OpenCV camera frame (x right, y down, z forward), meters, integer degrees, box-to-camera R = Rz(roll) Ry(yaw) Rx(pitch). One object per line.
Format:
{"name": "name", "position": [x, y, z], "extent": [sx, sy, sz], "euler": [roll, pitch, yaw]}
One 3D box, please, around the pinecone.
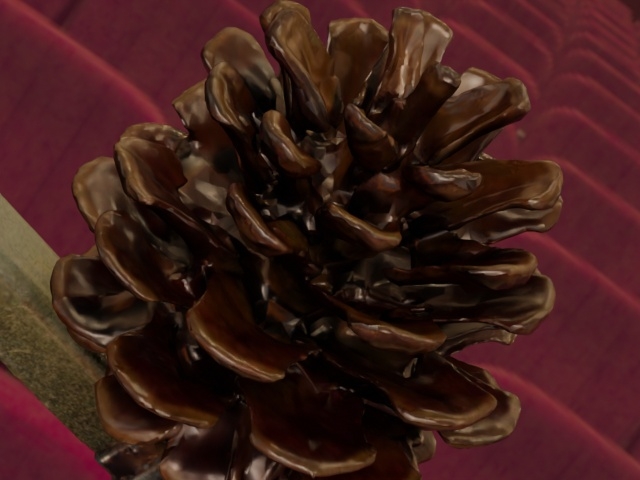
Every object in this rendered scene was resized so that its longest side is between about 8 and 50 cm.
{"name": "pinecone", "position": [0.000, 0.000, 0.512], "extent": [0.207, 0.208, 0.208], "euler": [34, 16, -11]}

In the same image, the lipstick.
{"name": "lipstick", "position": [-0.108, 0.051, 0.584], "extent": [0.312, 0.051, 0.051], "euler": [51, 16, -24]}
